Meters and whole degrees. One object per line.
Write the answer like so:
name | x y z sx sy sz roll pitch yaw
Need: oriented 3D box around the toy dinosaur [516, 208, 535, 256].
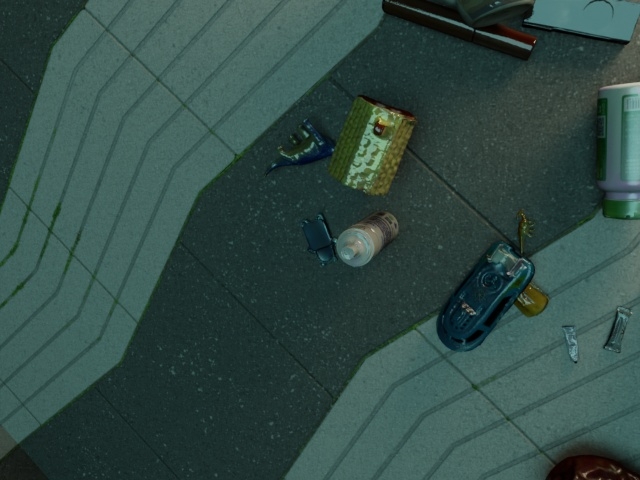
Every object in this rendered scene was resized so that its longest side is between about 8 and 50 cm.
toy dinosaur | 0.486 -0.018 1.263 0.041 0.026 0.113 -5 90 28

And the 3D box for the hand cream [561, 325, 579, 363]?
hand cream | 0.602 0.249 1.285 0.030 0.019 0.093 -10 91 24

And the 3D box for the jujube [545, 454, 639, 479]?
jujube | 0.689 0.669 1.211 0.377 0.276 0.276 34 111 12

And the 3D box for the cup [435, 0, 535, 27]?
cup | 0.300 -0.573 1.093 0.301 0.227 0.257 -12 94 11

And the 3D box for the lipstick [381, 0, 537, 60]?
lipstick | 0.308 -0.491 1.215 0.357 0.057 0.057 25 109 15

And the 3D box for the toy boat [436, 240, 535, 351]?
toy boat | 0.370 0.142 1.281 0.134 0.092 0.299 45 115 32

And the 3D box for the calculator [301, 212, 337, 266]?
calculator | 0.000 0.000 1.456 0.094 0.019 0.141 -20 95 24

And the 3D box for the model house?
model house | 0.115 -0.216 1.225 0.160 0.254 0.196 23 108 2

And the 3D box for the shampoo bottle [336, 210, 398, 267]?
shampoo bottle | 0.108 -0.003 1.259 0.092 0.303 0.092 5 104 20

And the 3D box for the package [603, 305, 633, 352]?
package | 0.689 0.207 1.240 0.037 0.015 0.110 14 107 17

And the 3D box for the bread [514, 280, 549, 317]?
bread | 0.490 0.131 1.281 0.072 0.053 0.106 -45 79 19

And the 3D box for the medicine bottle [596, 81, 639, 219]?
medicine bottle | 0.645 -0.183 1.111 0.133 0.133 0.274 0 100 21

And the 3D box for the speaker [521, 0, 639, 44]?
speaker | 0.548 -0.475 1.134 0.218 0.044 0.082 19 107 16

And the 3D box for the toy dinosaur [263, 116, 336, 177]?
toy dinosaur | -0.018 -0.207 1.398 0.248 0.075 0.188 -42 95 18
